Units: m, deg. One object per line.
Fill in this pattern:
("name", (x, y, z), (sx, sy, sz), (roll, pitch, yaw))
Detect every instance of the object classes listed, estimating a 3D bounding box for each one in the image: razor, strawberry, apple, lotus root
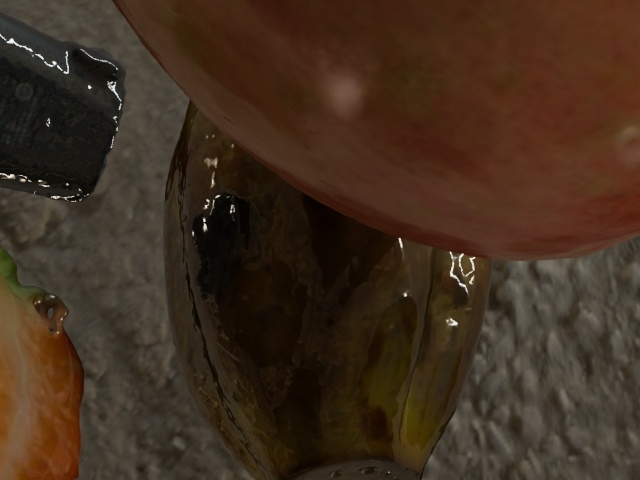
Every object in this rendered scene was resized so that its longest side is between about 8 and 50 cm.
("razor", (-0.374, -0.163, 1.379), (0.326, 0.107, 0.189), (19, 100, -14))
("strawberry", (-0.159, 0.064, 0.518), (0.085, 0.140, 0.192), (-22, 85, 19))
("apple", (0.064, -0.181, 0.458), (0.363, 0.364, 0.364), (2, 106, 8))
("lotus root", (0.006, -0.002, 0.700), (0.193, 0.193, 0.291), (0, 71, 9))
